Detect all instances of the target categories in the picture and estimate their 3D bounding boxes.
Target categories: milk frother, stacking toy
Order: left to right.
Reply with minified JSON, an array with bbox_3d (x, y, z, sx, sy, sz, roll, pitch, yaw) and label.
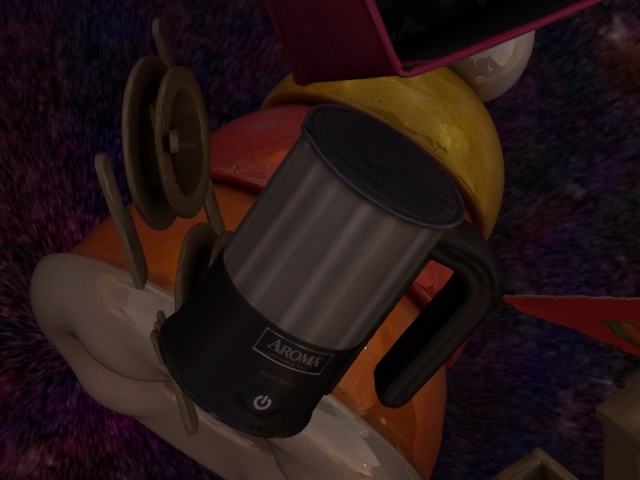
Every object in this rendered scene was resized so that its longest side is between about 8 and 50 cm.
[{"bbox_3d":[0.000,0.000,0.712,0.129,0.143,0.135,15,122,-38],"label":"milk frother"},{"bbox_3d":[0.034,-0.037,1.180,0.350,0.350,0.480,35,73,-5],"label":"stacking toy"}]

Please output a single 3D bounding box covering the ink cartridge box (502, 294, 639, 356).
[{"bbox_3d":[0.169,0.061,0.277,0.189,0.232,0.066,23,72,-29],"label":"ink cartridge box"}]

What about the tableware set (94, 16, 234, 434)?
[{"bbox_3d":[-0.059,-0.007,0.770,0.039,0.128,0.194,-2,131,13],"label":"tableware set"}]

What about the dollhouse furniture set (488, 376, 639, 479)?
[{"bbox_3d":[0.299,0.245,0.975,0.286,0.303,0.198,-30,133,-22],"label":"dollhouse furniture set"}]

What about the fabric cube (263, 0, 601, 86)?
[{"bbox_3d":[0.075,-0.237,0.729,0.254,0.258,0.259,-24,99,-7],"label":"fabric cube"}]
